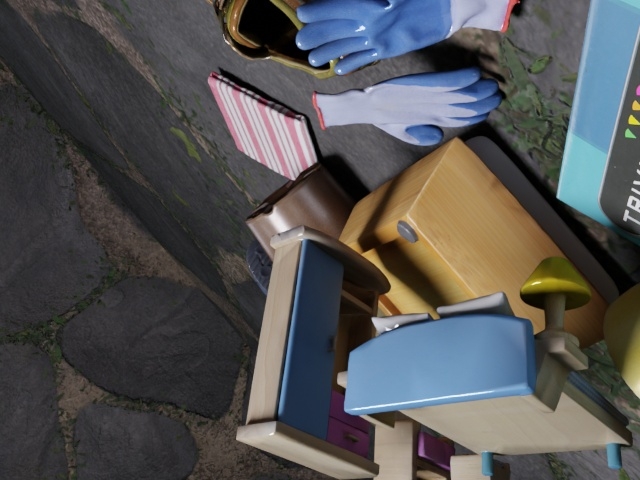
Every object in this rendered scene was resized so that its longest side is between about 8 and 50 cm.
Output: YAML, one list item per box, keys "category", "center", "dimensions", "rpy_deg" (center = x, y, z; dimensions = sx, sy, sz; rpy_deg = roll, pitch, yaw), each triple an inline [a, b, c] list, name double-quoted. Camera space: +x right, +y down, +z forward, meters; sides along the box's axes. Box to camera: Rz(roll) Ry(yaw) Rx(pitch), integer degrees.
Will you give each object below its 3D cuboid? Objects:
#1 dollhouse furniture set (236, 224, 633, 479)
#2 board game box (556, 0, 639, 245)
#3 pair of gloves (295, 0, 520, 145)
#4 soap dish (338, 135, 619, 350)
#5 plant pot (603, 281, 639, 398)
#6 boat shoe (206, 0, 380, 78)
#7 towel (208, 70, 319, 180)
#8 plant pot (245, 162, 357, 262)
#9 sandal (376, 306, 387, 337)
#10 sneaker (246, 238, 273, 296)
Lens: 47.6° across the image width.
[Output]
- category: "dollhouse furniture set"
  center: [0.128, 0.094, 0.624]
  dimensions: [0.303, 0.198, 0.286]
  rpy_deg: [-18, 141, 38]
- category: "board game box"
  center: [0.287, -0.035, 0.343]
  dimensions: [0.336, 0.079, 0.254]
  rpy_deg: [37, 159, 30]
- category: "pair of gloves"
  center: [0.066, -0.132, 0.563]
  dimensions: [0.198, 0.159, 0.023]
  rpy_deg: [77, -170, -61]
- category: "soap dish"
  center: [0.140, 0.031, 0.762]
  dimensions: [0.229, 0.118, 0.291]
  rpy_deg: [48, 163, -3]
- category: "plant pot"
  center: [0.285, 0.061, 0.507]
  dimensions: [0.134, 0.134, 0.095]
  rpy_deg: [42, 134, 17]
- category: "boat shoe"
  center: [-0.054, -0.230, 0.674]
  dimensions: [0.307, 0.104, 0.111]
  rpy_deg: [30, 156, 44]
- category: "towel"
  center: [-0.070, -0.152, 1.017]
  dimensions: [0.197, 0.029, 0.144]
  rpy_deg: [32, 157, 33]
- category: "plant pot"
  center: [0.000, 0.000, 0.945]
  dimensions: [0.165, 0.167, 0.167]
  rpy_deg: [52, 162, -12]
- category: "sandal"
  center: [0.108, 0.100, 1.099]
  dimensions: [0.079, 0.088, 0.240]
  rpy_deg: [21, -171, -37]
- category: "sneaker"
  center: [-0.017, 0.124, 1.337]
  dimensions: [0.319, 0.112, 0.131]
  rpy_deg: [42, 159, 19]
